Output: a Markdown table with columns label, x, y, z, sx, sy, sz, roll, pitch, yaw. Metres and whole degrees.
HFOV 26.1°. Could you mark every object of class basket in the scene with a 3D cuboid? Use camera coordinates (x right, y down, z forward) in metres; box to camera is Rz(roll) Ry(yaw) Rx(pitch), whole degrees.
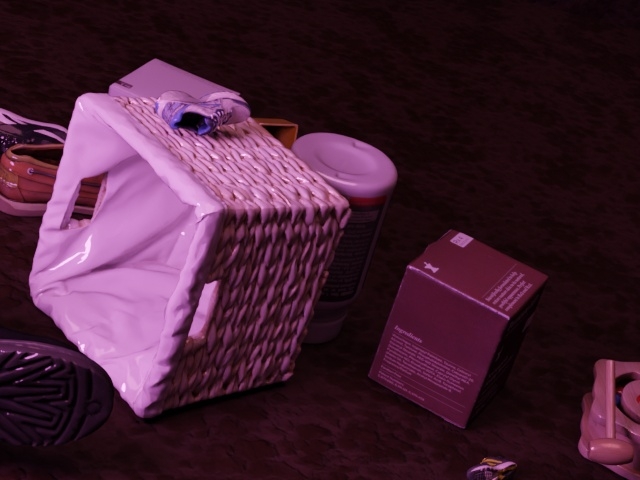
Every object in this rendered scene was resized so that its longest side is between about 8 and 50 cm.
| label | x | y | z | sx | sy | sz | roll | pitch | yaw |
| --- | --- | --- | --- | --- | --- | --- | --- | --- | --- |
| basket | -0.186 | 0.007 | 1.882 | 0.266 | 0.328 | 0.331 | -6 | 35 | -43 |

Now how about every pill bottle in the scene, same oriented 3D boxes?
| label | x | y | z | sx | sy | sz | roll | pitch | yaw |
| --- | --- | --- | --- | --- | --- | --- | --- | --- | --- |
| pill bottle | 0.000 | 0.000 | 2.028 | 0.161 | 0.283 | 0.161 | 13 | 29 | -7 |

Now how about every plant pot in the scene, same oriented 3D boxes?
| label | x | y | z | sx | sy | sz | roll | pitch | yaw |
| --- | --- | --- | --- | --- | --- | --- | --- | --- | --- |
| plant pot | -0.100 | -0.186 | 2.519 | 0.081 | 0.081 | 0.083 | 0 | 21 | -29 |

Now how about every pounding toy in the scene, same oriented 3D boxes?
| label | x | y | z | sx | sy | sz | roll | pitch | yaw |
| --- | --- | --- | --- | --- | --- | --- | --- | --- | --- |
| pounding toy | 0.465 | 0.246 | 1.986 | 0.154 | 0.155 | 0.269 | 15 | 28 | 5 |

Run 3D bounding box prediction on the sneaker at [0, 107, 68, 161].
| label | x | y | z | sx | sy | sz | roll | pitch | yaw |
| --- | --- | --- | --- | --- | --- | --- | --- | --- | --- |
| sneaker | -0.499 | -0.152 | 2.234 | 0.217 | 0.079 | 0.121 | 6 | 29 | -22 |

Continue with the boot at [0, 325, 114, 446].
| label | x | y | z | sx | sy | sz | roll | pitch | yaw |
| --- | --- | --- | --- | --- | --- | --- | --- | --- | --- |
| boot | -0.411 | 0.102 | 1.659 | 0.348 | 0.131 | 0.260 | 12 | 29 | -10 |

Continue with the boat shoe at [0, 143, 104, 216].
| label | x | y | z | sx | sy | sz | roll | pitch | yaw |
| --- | --- | --- | --- | --- | --- | --- | --- | --- | --- |
| boat shoe | -0.366 | -0.105 | 2.198 | 0.307 | 0.104 | 0.111 | -9 | 38 | -39 |

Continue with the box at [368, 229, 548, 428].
| label | x | y | z | sx | sy | sz | roll | pitch | yaw |
| --- | --- | --- | --- | --- | --- | --- | --- | --- | --- |
| box | 0.199 | 0.126 | 2.002 | 0.167 | 0.203 | 0.168 | 28 | 31 | 18 |

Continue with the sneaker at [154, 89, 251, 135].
| label | x | y | z | sx | sy | sz | roll | pitch | yaw |
| --- | --- | --- | --- | --- | --- | --- | --- | --- | --- |
| sneaker | -0.149 | -0.161 | 1.818 | 0.135 | 0.052 | 0.058 | -4 | 43 | -31 |

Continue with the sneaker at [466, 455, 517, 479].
| label | x | y | z | sx | sy | sz | roll | pitch | yaw |
| --- | --- | --- | --- | --- | --- | --- | --- | --- | --- |
| sneaker | 0.227 | 0.313 | 1.877 | 0.083 | 0.031 | 0.035 | 0 | 19 | -36 |

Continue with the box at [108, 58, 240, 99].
| label | x | y | z | sx | sy | sz | roll | pitch | yaw |
| --- | --- | --- | --- | --- | --- | --- | --- | --- | --- |
| box | -0.265 | -0.215 | 2.432 | 0.181 | 0.119 | 0.182 | 24 | 29 | 11 |
